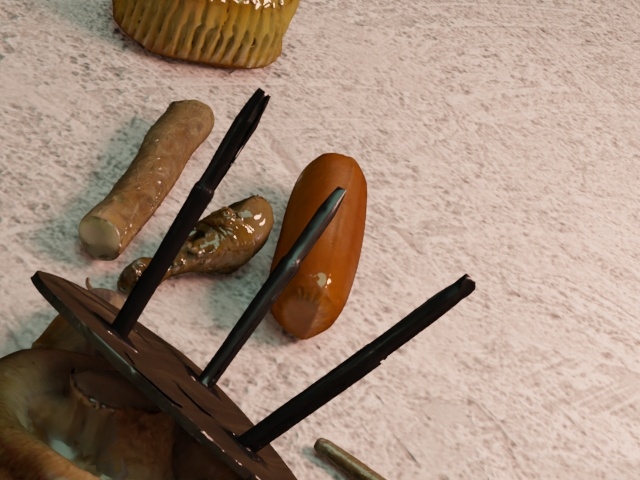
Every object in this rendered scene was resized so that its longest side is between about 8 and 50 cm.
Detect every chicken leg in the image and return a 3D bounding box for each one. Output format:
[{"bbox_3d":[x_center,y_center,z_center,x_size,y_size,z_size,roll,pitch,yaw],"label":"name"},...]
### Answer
[{"bbox_3d":[-0.137,0.015,1.334,0.198,0.085,0.069,-27,84,-29],"label":"chicken leg"}]

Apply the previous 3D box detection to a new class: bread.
[{"bbox_3d":[-0.159,-0.341,1.672,0.253,0.142,0.227,1,46,-23],"label":"bread"}]

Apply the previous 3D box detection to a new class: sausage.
[{"bbox_3d":[0.000,-0.001,1.394,0.105,0.105,0.274,19,40,-6],"label":"sausage"}]

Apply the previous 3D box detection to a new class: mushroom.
[{"bbox_3d":[-0.182,0.192,1.048,0.278,0.146,0.278,24,16,-8],"label":"mushroom"}]

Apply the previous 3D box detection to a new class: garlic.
[{"bbox_3d":[-0.229,0.084,1.210,0.084,0.066,0.152,25,41,3],"label":"garlic"}]

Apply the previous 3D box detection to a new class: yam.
[{"bbox_3d":[0.043,0.237,1.215,0.116,0.021,0.021,34,40,9],"label":"yam"},{"bbox_3d":[-0.201,-0.075,1.410,0.066,0.066,0.299,24,38,0],"label":"yam"}]

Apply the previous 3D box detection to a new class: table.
[{"bbox_3d":[-0.032,0.056,1.075,0.317,0.249,0.317,42,-1,1],"label":"table"}]
